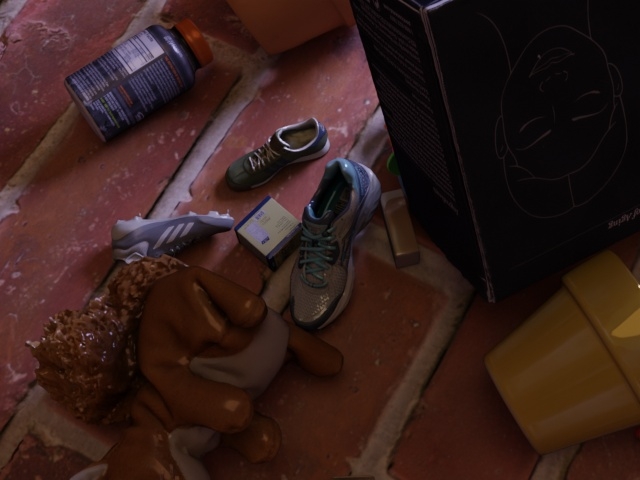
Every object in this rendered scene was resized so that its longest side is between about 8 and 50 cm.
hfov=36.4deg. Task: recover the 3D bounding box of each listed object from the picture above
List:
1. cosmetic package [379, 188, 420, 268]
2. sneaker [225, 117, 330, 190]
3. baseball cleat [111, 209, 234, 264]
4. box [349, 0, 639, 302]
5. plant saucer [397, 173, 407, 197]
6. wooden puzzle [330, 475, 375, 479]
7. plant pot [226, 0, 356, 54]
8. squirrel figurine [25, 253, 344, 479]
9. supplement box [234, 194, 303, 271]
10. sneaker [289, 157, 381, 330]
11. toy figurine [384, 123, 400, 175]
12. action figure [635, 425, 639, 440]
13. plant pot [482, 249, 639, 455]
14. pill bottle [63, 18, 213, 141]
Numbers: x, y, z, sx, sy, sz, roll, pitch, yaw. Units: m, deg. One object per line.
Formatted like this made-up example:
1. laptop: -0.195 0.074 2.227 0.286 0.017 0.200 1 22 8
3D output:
1. cosmetic package: 0.128 -0.019 1.583 0.041 0.060 0.115 -13 68 0
2. sneaker: -0.077 -0.153 1.641 0.192 0.086 0.064 -24 67 -6
3. baseball cleat: -0.241 0.007 1.606 0.205 0.072 0.109 -5 80 7
4. box: 0.337 -0.249 1.358 0.479 0.472 0.297 -25 36 -7
5. plant saucer: 0.285 -0.130 1.629 0.317 0.044 0.318 -2 67 4
6. wooden puzzle: 0.047 0.385 1.441 0.116 0.014 0.079 -8 67 0
7. plant pot: -0.064 -0.460 1.687 0.203 0.291 0.291 -35 68 8
8. squirrel figurine: -0.234 0.225 1.433 0.397 0.281 0.370 25 81 29
9. supplement box: -0.081 -0.011 1.597 0.083 0.056 0.083 40 75 19
10. sneaker: 0.000 0.000 1.528 0.110 0.122 0.283 12 81 25
11. toy figurine: 0.155 -0.215 1.611 0.173 0.130 0.159 -37 52 15
12. action figure: 0.564 0.347 1.356 0.280 0.139 0.091 40 74 21
13. plant pot: 0.374 0.178 1.393 0.239 0.254 0.254 -31 67 8
14. pill bottle: -0.309 -0.287 1.694 0.245 0.130 0.130 -34 69 -10
